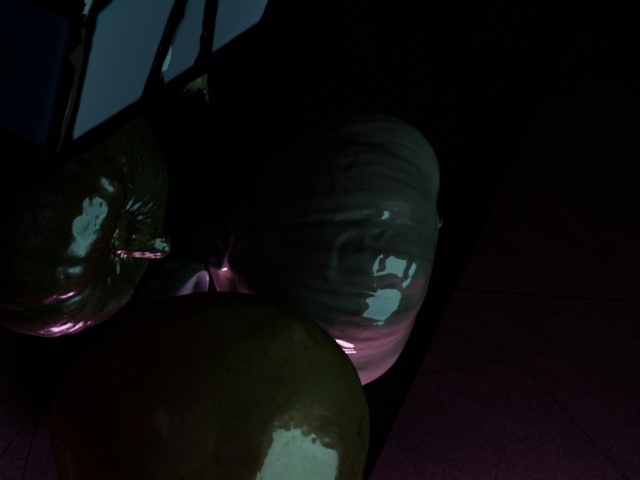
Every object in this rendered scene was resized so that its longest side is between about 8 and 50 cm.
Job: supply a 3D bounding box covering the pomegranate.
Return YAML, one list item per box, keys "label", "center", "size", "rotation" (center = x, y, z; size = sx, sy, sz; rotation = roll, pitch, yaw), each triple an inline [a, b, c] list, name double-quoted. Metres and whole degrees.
- label: "pomegranate"
  center: [-0.111, 0.217, 1.938]
  size: [0.338, 0.338, 0.338]
  rotation: [-57, 163, -28]

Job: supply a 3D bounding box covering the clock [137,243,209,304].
- label: "clock"
  center: [-0.162, 0.063, 2.101]
  size: [0.135, 0.041, 0.101]
  rotation: [-48, 157, -50]

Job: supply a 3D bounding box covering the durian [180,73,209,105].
- label: "durian"
  center: [-0.134, -0.189, 1.738]
  size: [0.110, 0.071, 0.140]
  rotation: [-55, 150, -49]

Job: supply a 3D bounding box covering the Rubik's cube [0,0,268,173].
- label: "Rubik's cube"
  center: [-0.178, -0.247, 1.094]
  size: [0.293, 0.283, 0.288]
  rotation: [-41, 151, -55]

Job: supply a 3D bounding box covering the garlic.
- label: "garlic"
  center: [0.000, 0.000, 2.145]
  size: [0.259, 0.317, 0.317]
  rotation: [-3, 126, -27]

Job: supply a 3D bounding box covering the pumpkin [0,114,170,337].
- label: "pumpkin"
  center: [-0.206, -0.014, 1.601]
  size: [0.219, 0.162, 0.219]
  rotation: [21, 90, -77]
